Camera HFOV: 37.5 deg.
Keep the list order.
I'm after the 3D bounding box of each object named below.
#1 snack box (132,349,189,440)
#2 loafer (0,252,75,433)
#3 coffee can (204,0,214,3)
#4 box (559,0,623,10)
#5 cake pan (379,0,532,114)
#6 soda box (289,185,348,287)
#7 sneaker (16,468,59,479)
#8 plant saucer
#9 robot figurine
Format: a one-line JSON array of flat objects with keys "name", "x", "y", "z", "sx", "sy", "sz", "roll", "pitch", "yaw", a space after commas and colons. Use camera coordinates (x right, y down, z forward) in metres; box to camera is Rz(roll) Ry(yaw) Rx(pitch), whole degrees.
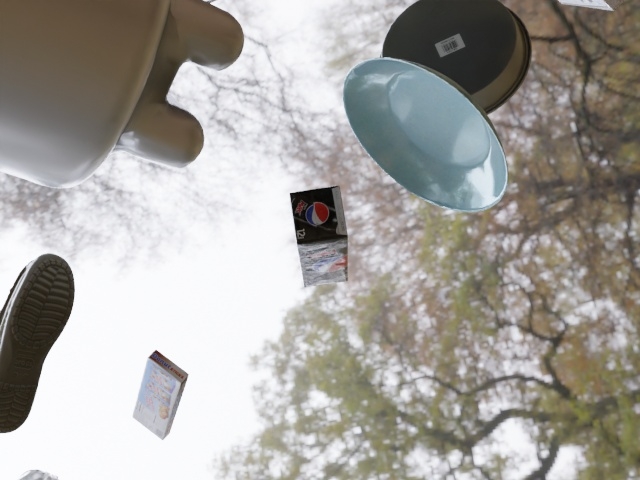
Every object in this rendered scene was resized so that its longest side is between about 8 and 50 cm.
[{"name": "snack box", "x": -0.243, "y": 0.235, "z": 1.417, "sx": 0.064, "sy": 0.178, "sz": 0.022, "roll": 36, "pitch": -132, "yaw": 11}, {"name": "loafer", "x": -0.419, "y": 0.133, "z": 1.290, "sx": 0.094, "sy": 0.087, "sz": 0.251, "roll": 33, "pitch": -108, "yaw": -48}, {"name": "coffee can", "x": -0.044, "y": -0.337, "z": 0.848, "sx": 0.202, "sy": 0.275, "sz": 0.201, "roll": 4, "pitch": -95, "yaw": -50}, {"name": "box", "x": 0.316, "y": -0.343, "z": 1.022, "sx": 0.087, "sy": 0.169, "sz": 0.290, "roll": 41, "pitch": -164, "yaw": -6}, {"name": "cake pan", "x": 0.243, "y": -0.350, "z": 1.756, "sx": 0.054, "sy": 0.293, "sz": 0.293, "roll": 54, "pitch": -148, "yaw": -59}, {"name": "soda box", "x": 0.000, "y": 0.000, "z": 1.012, "sx": 0.169, "sy": 0.053, "sz": 0.060, "roll": 84, "pitch": 177, "yaw": -72}, {"name": "sneaker", "x": -0.432, "y": 0.369, "z": 1.289, "sx": 0.108, "sy": 0.271, "sz": 0.100, "roll": 29, "pitch": -89, "yaw": -8}, {"name": "plant saucer", "x": 0.109, "y": -0.111, "z": 0.929, "sx": 0.037, "sy": 0.195, "sz": 0.195, "roll": -48, "pitch": -62, "yaw": -23}, {"name": "robot figurine", "x": -0.230, "y": -0.155, "z": 0.586, "sx": 0.354, "sy": 0.200, "sz": 0.299, "roll": 19, "pitch": -82, "yaw": -28}]
